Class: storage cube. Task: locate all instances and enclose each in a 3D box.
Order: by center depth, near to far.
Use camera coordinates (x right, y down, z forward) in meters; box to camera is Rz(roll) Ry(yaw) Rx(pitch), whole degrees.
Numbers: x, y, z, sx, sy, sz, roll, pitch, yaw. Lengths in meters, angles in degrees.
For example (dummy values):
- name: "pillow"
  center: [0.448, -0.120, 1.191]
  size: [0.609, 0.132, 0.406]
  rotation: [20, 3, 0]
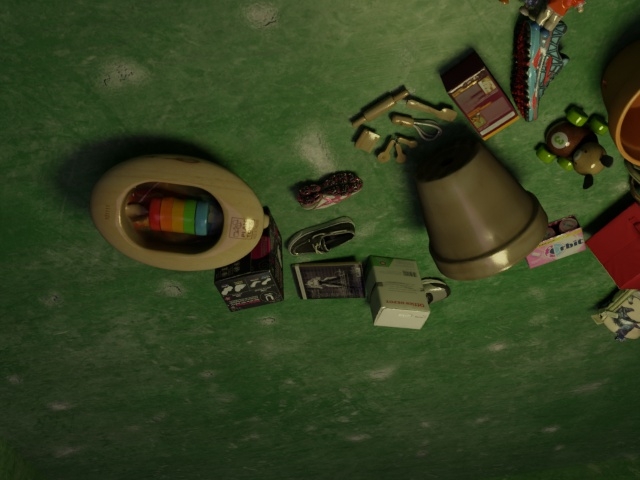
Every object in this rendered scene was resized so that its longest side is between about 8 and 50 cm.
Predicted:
- name: "storage cube"
  center: [0.959, 0.022, 1.752]
  size: [0.214, 0.184, 0.193]
  rotation: [5, 137, -41]

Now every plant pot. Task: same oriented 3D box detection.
- name: "plant pot"
  center: [0.810, -0.350, 1.395]
  size: [0.290, 0.204, 0.291]
  rotation: [-3, 134, -3]
- name: "plant pot"
  center: [0.396, -0.103, 1.550]
  size: [0.323, 0.323, 0.280]
  rotation: [-26, 115, 18]

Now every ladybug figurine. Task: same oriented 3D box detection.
- name: "ladybug figurine"
  center: [-0.357, -0.079, 1.521]
  size: [0.448, 0.162, 0.305]
  rotation: [10, 109, -6]

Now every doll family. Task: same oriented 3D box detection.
- name: "doll family"
  center: [0.444, -0.568, 1.226]
  size: [0.262, 0.118, 0.163]
  rotation: [28, 134, -7]

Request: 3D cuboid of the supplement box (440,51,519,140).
- name: "supplement box"
  center: [0.391, -0.350, 1.432]
  size: [0.104, 0.081, 0.188]
  rotation: [-33, 129, 24]

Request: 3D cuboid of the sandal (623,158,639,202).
- name: "sandal"
  center: [0.951, -0.138, 1.684]
  size: [0.302, 0.120, 0.086]
  rotation: [32, 137, -32]

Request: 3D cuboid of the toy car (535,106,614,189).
- name: "toy car"
  center: [0.679, -0.221, 1.515]
  size: [0.148, 0.189, 0.155]
  rotation: [15, 131, -20]

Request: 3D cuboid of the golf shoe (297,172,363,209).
- name: "golf shoe"
  center: [0.030, -0.133, 1.624]
  size: [0.186, 0.068, 0.086]
  rotation: [-15, 161, 7]

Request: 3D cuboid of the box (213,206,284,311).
- name: "box"
  center: [-0.198, 0.054, 1.641]
  size: [0.163, 0.247, 0.142]
  rotation: [-13, 135, 7]

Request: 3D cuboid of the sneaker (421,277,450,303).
- name: "sneaker"
  center: [0.301, 0.205, 1.945]
  size: [0.271, 0.108, 0.100]
  rotation: [-14, 132, 5]

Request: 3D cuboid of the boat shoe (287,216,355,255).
- name: "boat shoe"
  center: [0.000, 0.000, 1.736]
  size: [0.219, 0.070, 0.078]
  rotation: [-24, 132, 16]

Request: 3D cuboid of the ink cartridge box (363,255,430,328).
- name: "ink cartridge box"
  center: [0.232, 0.160, 1.813]
  size: [0.160, 0.220, 0.093]
  rotation: [7, 133, -13]

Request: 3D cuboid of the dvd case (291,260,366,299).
- name: "dvd case"
  center: [0.030, 0.130, 1.881]
  size: [0.221, 0.018, 0.165]
  rotation: [-3, 135, 9]

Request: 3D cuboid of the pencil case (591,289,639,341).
- name: "pencil case"
  center: [1.100, 0.161, 1.955]
  size: [0.183, 0.160, 0.411]
  rotation: [-4, 136, -23]

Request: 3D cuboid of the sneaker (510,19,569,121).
- name: "sneaker"
  center: [0.531, -0.398, 1.388]
  size: [0.125, 0.104, 0.262]
  rotation: [-11, 134, 2]

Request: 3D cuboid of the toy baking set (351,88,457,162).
- name: "toy baking set"
  center: [0.209, -0.297, 1.503]
  size: [0.256, 0.030, 0.196]
  rotation: [-33, 132, 24]

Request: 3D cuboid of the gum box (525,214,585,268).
- name: "gum box"
  center: [0.718, 0.007, 1.829]
  size: [0.188, 0.062, 0.107]
  rotation: [-22, 132, 14]
